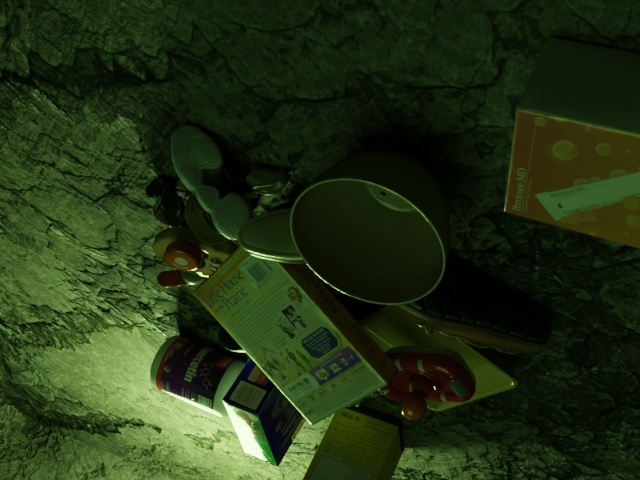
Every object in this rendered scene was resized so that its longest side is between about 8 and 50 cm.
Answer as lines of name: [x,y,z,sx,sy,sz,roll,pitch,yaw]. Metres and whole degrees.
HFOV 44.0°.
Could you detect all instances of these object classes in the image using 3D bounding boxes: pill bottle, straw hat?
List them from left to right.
pill bottle: [-0.344,0.423,2.421,0.323,0.181,0.181,18,145,16]
straw hat: [-0.231,-0.061,1.799,0.144,0.144,0.061,20,-177,15]

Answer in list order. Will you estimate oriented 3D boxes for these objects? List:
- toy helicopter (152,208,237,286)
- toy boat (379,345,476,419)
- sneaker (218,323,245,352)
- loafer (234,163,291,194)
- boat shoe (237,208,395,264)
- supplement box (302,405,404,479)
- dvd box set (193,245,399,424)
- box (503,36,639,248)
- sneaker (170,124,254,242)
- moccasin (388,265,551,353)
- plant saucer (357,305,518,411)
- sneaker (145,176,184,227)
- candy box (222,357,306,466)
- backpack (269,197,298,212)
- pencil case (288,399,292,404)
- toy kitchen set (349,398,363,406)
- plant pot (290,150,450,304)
toy helicopter: [-0.249,0.077,1.947,0.355,0.140,0.235,28,142,-20]
toy boat: [0.218,0.327,1.747,0.231,0.151,0.151,-7,132,43]
sneaker: [-0.124,0.244,2.060,0.330,0.122,0.146,-5,157,40]
loafer: [-0.126,-0.128,1.641,0.148,0.056,0.050,-3,141,39]
boat shoe: [0.000,0.000,1.586,0.324,0.117,0.097,-6,151,0]
supplement box: [0.084,0.675,2.267,0.194,0.356,0.195,16,144,22]
dvd box set: [-0.066,0.195,1.743,0.420,0.062,0.307,48,136,-1]
box: [0.454,-0.121,1.106,0.345,0.168,0.215,17,145,20]
sneaker: [-0.233,-0.109,1.678,0.269,0.101,0.153,59,168,6]
moccasin: [0.274,0.136,1.611,0.380,0.139,0.147,16,153,-9]
plant saucer: [0.245,0.248,1.832,0.332,0.081,0.333,37,146,-9]
sneaker: [-0.339,-0.081,1.817,0.077,0.072,0.178,41,-168,-39]
candy box: [-0.123,0.427,2.178,0.122,0.268,0.317,18,145,24]
backpack: [-0.048,-0.031,1.683,0.105,0.084,0.114,-17,118,45]
pencil case: [-0.010,0.284,1.896,0.124,0.124,0.284,21,132,14]
toy kitchen set: [0.098,0.413,2.215,0.068,0.075,0.083,6,-161,-32]
plant pot: [0.113,-0.052,1.422,0.284,0.191,0.284,16,137,16]
